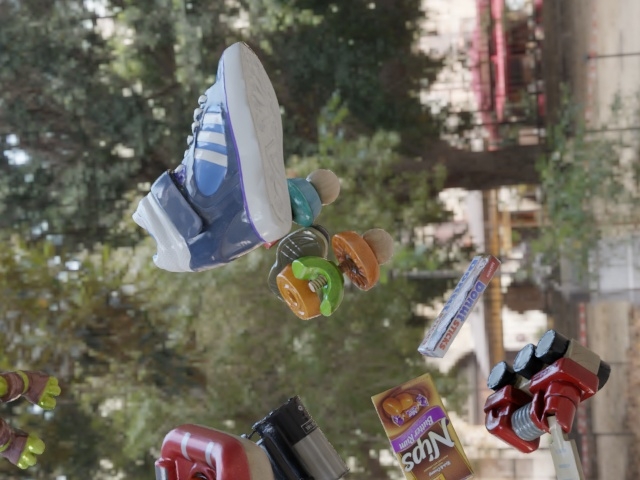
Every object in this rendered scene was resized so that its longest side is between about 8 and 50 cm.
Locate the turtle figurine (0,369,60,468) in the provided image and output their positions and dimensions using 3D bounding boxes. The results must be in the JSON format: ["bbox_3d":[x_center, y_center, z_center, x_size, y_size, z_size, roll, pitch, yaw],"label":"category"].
[{"bbox_3d":[-0.374,0.184,1.155,0.217,0.087,0.270,43,-134,-63],"label":"turtle figurine"}]

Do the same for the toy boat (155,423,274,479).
[{"bbox_3d":[-0.152,0.306,1.286,0.151,0.231,0.151,-7,-86,-35],"label":"toy boat"}]

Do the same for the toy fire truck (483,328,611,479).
[{"bbox_3d":[0.370,0.309,1.800,0.217,0.158,0.246,-45,16,50],"label":"toy fire truck"}]

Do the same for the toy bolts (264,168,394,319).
[{"bbox_3d":[0.000,0.000,1.791,0.228,0.158,0.218,55,160,7],"label":"toy bolts"}]

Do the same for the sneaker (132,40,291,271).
[{"bbox_3d":[-0.177,-0.111,1.555,0.130,0.236,0.323,38,-142,-60],"label":"sneaker"}]

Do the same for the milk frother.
[{"bbox_3d":[-0.058,0.323,1.592,0.129,0.143,0.135,-29,-99,-44],"label":"milk frother"}]

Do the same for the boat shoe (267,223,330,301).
[{"bbox_3d":[-0.030,0.027,1.881,0.073,0.080,0.223,-47,-7,-35],"label":"boat shoe"}]

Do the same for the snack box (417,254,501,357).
[{"bbox_3d":[0.214,0.101,1.684,0.178,0.022,0.064,-57,13,-13],"label":"snack box"}]

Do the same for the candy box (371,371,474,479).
[{"bbox_3d":[0.171,0.330,1.836,0.053,0.109,0.187,73,173,-74],"label":"candy box"}]
